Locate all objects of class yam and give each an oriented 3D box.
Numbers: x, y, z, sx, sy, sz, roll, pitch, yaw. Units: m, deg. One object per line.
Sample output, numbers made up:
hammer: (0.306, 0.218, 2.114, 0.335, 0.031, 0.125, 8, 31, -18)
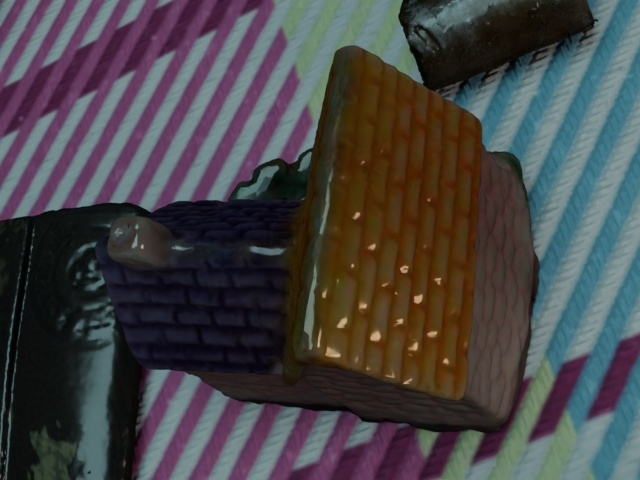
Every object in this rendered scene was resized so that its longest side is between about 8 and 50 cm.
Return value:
yam: (0.130, -0.167, 0.820, 0.141, 0.079, 0.079, -19, 64, 13)

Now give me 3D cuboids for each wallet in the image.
wallet: (-0.221, 0.127, 0.871, 0.170, 0.044, 0.321, -5, 68, 19)

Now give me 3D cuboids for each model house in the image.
model house: (0.000, 0.000, 0.716, 0.237, 0.237, 0.202, 5, 74, 25)
